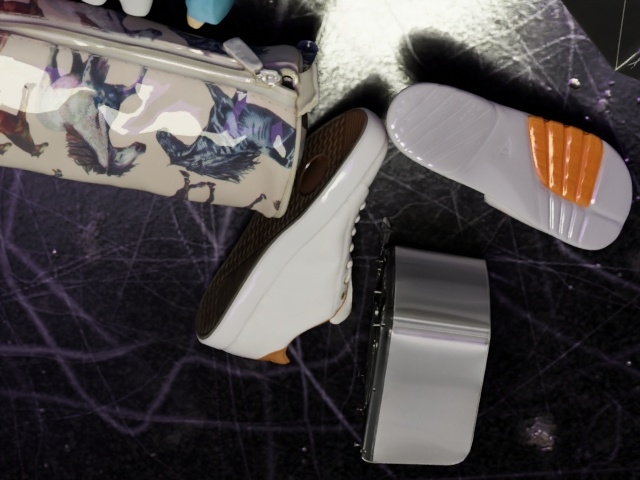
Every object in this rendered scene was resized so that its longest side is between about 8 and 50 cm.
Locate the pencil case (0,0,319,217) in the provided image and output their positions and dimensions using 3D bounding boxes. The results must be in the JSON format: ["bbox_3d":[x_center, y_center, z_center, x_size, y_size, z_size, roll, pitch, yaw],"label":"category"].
[{"bbox_3d":[-0.208,-0.140,1.626,0.410,0.160,0.183,12,137,-12],"label":"pencil case"}]

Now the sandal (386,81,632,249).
[{"bbox_3d":[0.174,-0.081,1.702,0.265,0.076,0.102,25,91,-19],"label":"sandal"}]

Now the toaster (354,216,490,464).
[{"bbox_3d":[0.098,0.101,1.746,0.110,0.168,0.186,6,116,-1],"label":"toaster"}]

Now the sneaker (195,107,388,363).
[{"bbox_3d":[0.000,0.000,1.755,0.123,0.106,0.290,24,119,-25],"label":"sneaker"}]

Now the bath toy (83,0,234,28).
[{"bbox_3d":[-0.233,-0.298,1.589,0.348,0.151,0.129,12,121,-5],"label":"bath toy"}]

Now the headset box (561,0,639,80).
[{"bbox_3d":[0.339,-0.232,1.524,0.218,0.293,0.110,-38,74,18],"label":"headset box"}]
